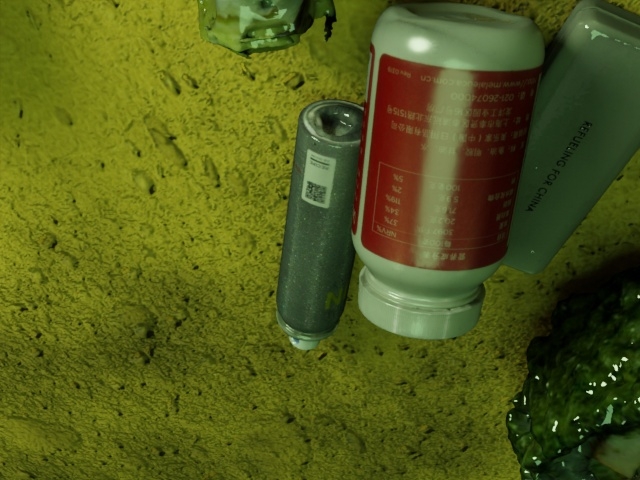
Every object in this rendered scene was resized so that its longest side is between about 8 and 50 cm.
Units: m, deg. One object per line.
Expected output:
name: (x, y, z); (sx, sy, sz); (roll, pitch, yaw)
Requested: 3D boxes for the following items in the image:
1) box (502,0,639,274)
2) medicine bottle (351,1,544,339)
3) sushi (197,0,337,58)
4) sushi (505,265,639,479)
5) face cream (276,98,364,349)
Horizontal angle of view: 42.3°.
box: (0.202, -0.078, 0.702); (0.103, 0.055, 0.244); (21, 132, -6)
medicine bottle: (0.094, -0.055, 0.658); (0.131, 0.131, 0.250); (7, 115, 6)
sushi: (-0.077, -0.259, 0.550); (0.139, 0.131, 0.291); (-9, 130, 5)
sushi: (0.350, 0.194, 0.826); (0.294, 0.178, 0.352); (-29, 123, 34)
face cream: (0.000, 0.000, 0.797); (0.073, 0.073, 0.283); (11, 131, 2)
